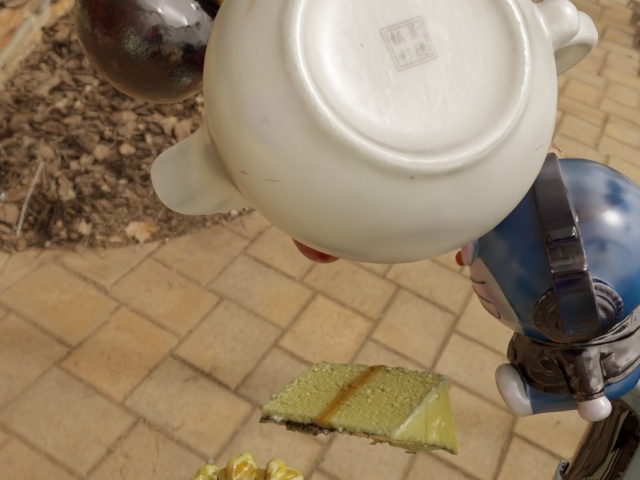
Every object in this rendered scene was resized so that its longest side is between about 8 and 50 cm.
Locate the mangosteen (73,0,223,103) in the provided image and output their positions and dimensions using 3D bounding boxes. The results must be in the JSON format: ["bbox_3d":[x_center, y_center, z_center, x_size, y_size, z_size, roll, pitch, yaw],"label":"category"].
[{"bbox_3d":[-0.214,-0.338,1.021,0.231,0.289,0.231,44,21,-21],"label":"mangosteen"}]

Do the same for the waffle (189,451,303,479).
[{"bbox_3d":[-0.060,0.324,0.641,0.249,0.253,0.056,56,11,7],"label":"waffle"}]

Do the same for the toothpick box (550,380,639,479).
[{"bbox_3d":[0.526,0.398,1.149,0.262,0.355,0.263,22,12,-5],"label":"toothpick box"}]

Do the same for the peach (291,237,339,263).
[{"bbox_3d":[0.000,-0.001,0.996,0.098,0.098,0.061,9,45,-9],"label":"peach"}]

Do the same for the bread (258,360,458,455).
[{"bbox_3d":[0.064,0.247,1.027,0.266,0.178,0.142,0,58,43],"label":"bread"}]

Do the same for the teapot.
[{"bbox_3d":[0.045,-0.088,0.422,0.297,0.139,0.205,-14,80,-14],"label":"teapot"}]

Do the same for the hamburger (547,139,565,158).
[{"bbox_3d":[0.331,-0.146,1.258,0.236,0.148,0.237,12,27,-6],"label":"hamburger"}]

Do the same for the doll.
[{"bbox_3d":[0.303,0.045,0.881,0.240,0.310,0.284,-15,21,18],"label":"doll"}]
